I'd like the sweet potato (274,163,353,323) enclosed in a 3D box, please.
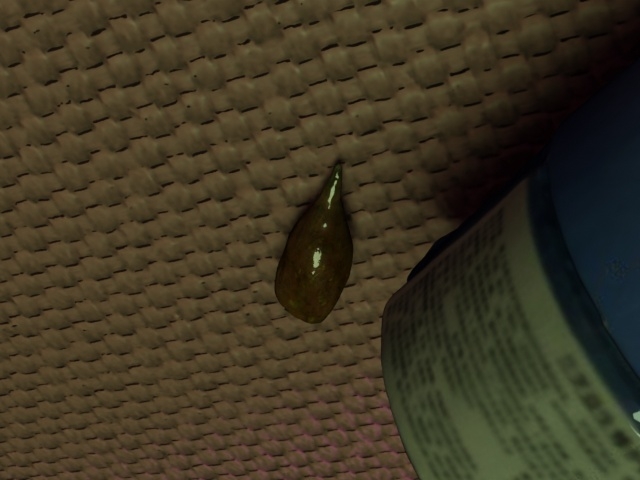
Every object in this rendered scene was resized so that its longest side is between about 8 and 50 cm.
[{"bbox_3d":[0.000,0.000,0.590,0.049,0.049,0.117,13,122,-2],"label":"sweet potato"}]

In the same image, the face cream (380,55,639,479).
[{"bbox_3d":[0.184,0.050,0.460,0.249,0.249,0.225,33,130,-18],"label":"face cream"}]
